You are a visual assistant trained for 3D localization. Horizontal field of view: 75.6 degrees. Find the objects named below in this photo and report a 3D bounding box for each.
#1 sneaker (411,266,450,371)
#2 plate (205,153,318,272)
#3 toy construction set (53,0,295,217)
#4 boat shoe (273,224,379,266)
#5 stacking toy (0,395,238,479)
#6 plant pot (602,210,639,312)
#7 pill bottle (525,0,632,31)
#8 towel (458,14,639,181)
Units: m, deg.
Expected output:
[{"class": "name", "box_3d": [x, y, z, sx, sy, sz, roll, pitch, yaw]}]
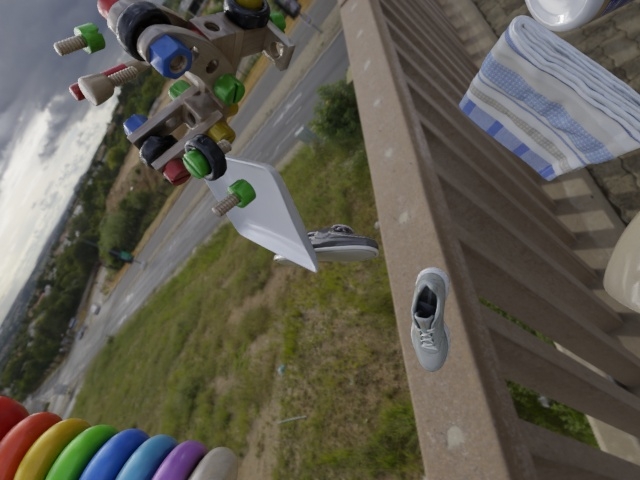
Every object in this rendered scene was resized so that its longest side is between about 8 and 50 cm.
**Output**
[{"class": "sneaker", "box_3d": [0.253, 0.202, 0.989, 0.099, 0.121, 0.262, 1, 102, 27]}, {"class": "plate", "box_3d": [-0.132, -0.077, 0.857, 0.278, 0.277, 0.045, 23, 60, 38]}, {"class": "toy construction set", "box_3d": [-0.180, -0.238, 0.582, 0.309, 0.257, 0.237, 27, 55, 29]}, {"class": "boat shoe", "box_3d": [0.000, 0.000, 0.960, 0.335, 0.112, 0.095, -9, 68, 50]}, {"class": "stacking toy", "box_3d": [-0.267, 0.252, 0.458, 0.141, 0.331, 0.141, 17, -90, -82]}, {"class": "plant pot", "box_3d": [0.603, 0.001, 0.612, 0.284, 0.284, 0.190, 30, 127, 60]}, {"class": "pill bottle", "box_3d": [0.471, -0.449, 0.638, 0.265, 0.153, 0.153, -28, 32, -6]}, {"class": "towel", "box_3d": [0.296, -0.168, 0.560, 0.034, 0.209, 0.285, -50, -5, 4]}]
